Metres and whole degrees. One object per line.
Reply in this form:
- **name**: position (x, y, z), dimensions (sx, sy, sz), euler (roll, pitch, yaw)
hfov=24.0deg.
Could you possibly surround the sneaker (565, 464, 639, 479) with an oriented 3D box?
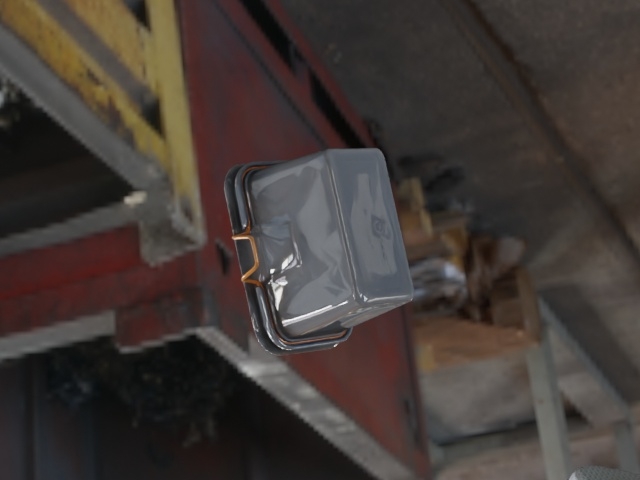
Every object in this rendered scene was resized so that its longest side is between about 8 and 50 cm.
- **sneaker**: position (0.231, 0.192, 0.803), dimensions (0.258, 0.094, 0.091), euler (17, 105, -12)

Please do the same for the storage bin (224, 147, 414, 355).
- **storage bin**: position (0.000, 0.000, 1.004), dimensions (0.098, 0.135, 0.091), euler (-4, 167, -44)
